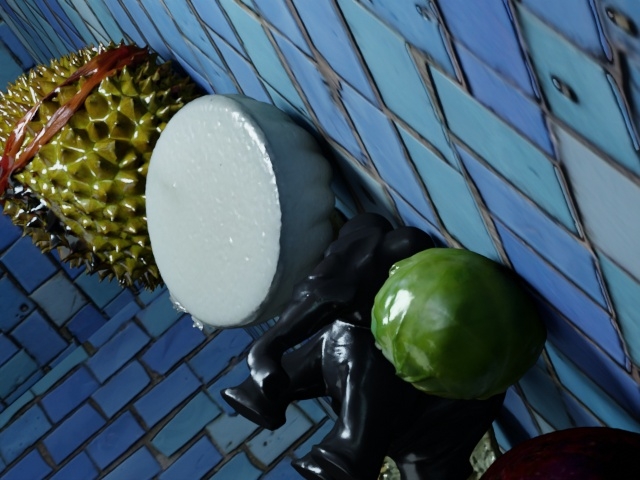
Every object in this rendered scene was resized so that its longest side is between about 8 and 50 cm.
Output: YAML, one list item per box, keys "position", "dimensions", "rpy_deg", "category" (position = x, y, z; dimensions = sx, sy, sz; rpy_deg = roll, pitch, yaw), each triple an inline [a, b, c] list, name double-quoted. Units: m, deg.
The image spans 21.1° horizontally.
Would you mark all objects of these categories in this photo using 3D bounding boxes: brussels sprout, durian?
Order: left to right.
- position: [-0.267, -0.097, 2.295]
  dimensions: [0.384, 0.348, 0.347]
  rpy_deg: [16, 166, 7]
  category: "durian"
- position: [0.130, 0.067, 1.573]
  dimensions: [0.151, 0.122, 0.149]
  rpy_deg: [-2, -130, -54]
  category: "brussels sprout"

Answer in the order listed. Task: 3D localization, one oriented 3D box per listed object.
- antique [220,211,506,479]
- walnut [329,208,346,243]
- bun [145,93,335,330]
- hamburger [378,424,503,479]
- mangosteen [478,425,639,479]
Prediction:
- position: [0.066, 0.136, 1.774]
  dimensions: [0.185, 0.255, 0.322]
  rpy_deg: [21, 160, 49]
  category: "antique"
- position: [0.000, 0.000, 2.076]
  dimensions: [0.082, 0.079, 0.096]
  rpy_deg: [29, 152, 59]
  category: "walnut"
- position: [-0.059, -0.036, 1.905]
  dimensions: [0.263, 0.175, 0.263]
  rpy_deg: [12, 106, 49]
  category: "bun"
- position: [0.166, 0.327, 2.185]
  dimensions: [0.209, 0.162, 0.330]
  rpy_deg: [-89, -21, -77]
  category: "hamburger"
- position: [0.250, 0.313, 1.482]
  dimensions: [0.297, 0.297, 0.293]
  rpy_deg: [54, 173, -32]
  category: "mangosteen"
